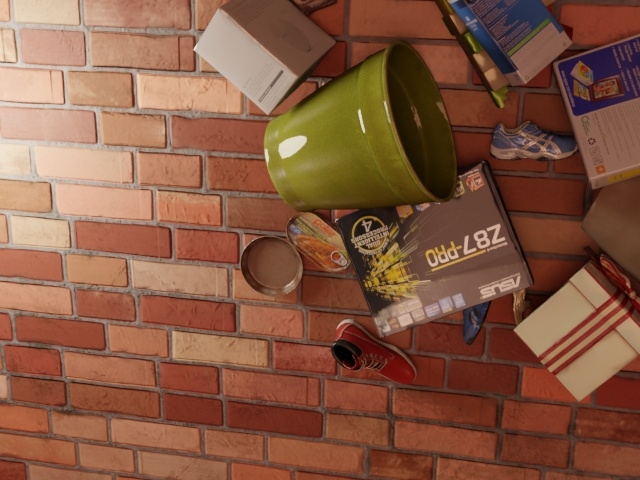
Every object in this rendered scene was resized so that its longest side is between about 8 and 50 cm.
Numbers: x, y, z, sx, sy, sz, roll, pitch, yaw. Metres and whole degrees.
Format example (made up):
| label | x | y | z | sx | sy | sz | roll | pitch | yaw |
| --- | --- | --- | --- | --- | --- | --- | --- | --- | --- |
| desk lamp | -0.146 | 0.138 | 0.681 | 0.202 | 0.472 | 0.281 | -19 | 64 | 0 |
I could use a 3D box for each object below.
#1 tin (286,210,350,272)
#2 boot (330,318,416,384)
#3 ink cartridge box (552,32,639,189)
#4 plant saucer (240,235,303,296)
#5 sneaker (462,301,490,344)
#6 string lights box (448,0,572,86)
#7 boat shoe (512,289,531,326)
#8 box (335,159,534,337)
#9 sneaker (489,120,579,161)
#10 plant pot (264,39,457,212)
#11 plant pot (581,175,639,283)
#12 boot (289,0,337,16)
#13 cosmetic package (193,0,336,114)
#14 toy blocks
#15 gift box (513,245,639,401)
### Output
| label | x | y | z | sx | sy | sz | roll | pitch | yaw |
| --- | --- | --- | --- | --- | --- | --- | --- | --- | --- |
| tin | 0.000 | 0.000 | 2.081 | 0.190 | 0.040 | 0.106 | 40 | 115 | -3 |
| boot | 0.135 | 0.316 | 2.085 | 0.244 | 0.176 | 0.088 | 34 | 109 | -3 |
| ink cartridge box | 0.689 | -0.295 | 1.746 | 0.307 | 0.072 | 0.303 | -16 | 65 | 15 |
| plant saucer | -0.125 | 0.064 | 2.130 | 0.168 | 0.029 | 0.168 | 4 | 109 | 11 |
| sneaker | 0.383 | 0.160 | 2.046 | 0.082 | 0.069 | 0.209 | 19 | 111 | 16 |
| string lights box | 0.376 | -0.458 | 1.661 | 0.133 | 0.077 | 0.259 | -40 | 100 | -3 |
| boat shoe | 0.501 | 0.152 | 2.025 | 0.045 | 0.050 | 0.135 | -2 | 108 | 18 |
| box | 0.273 | 0.022 | 1.971 | 0.395 | 0.097 | 0.318 | -21 | 91 | 16 |
| sneaker | 0.498 | -0.230 | 1.882 | 0.211 | 0.080 | 0.081 | 0 | 111 | 10 |
| plant pot | 0.075 | -0.219 | 1.850 | 0.353 | 0.366 | 0.366 | -15 | 105 | 27 |
| plant pot | 0.750 | -0.041 | 1.802 | 0.280 | 0.323 | 0.323 | 33 | 112 | 18 |
| boot | -0.027 | -0.578 | 1.892 | 0.114 | 0.037 | 0.106 | -23 | 116 | 20 |
| cosmetic package | -0.123 | -0.440 | 1.843 | 0.225 | 0.224 | 0.138 | 42 | 130 | -4 |
| toy blocks | 0.410 | -0.517 | 1.770 | 0.261 | 0.191 | 0.381 | -31 | 100 | 8 |
| gift box | 0.636 | 0.178 | 1.908 | 0.255 | 0.276 | 0.258 | 47 | 114 | 8 |
